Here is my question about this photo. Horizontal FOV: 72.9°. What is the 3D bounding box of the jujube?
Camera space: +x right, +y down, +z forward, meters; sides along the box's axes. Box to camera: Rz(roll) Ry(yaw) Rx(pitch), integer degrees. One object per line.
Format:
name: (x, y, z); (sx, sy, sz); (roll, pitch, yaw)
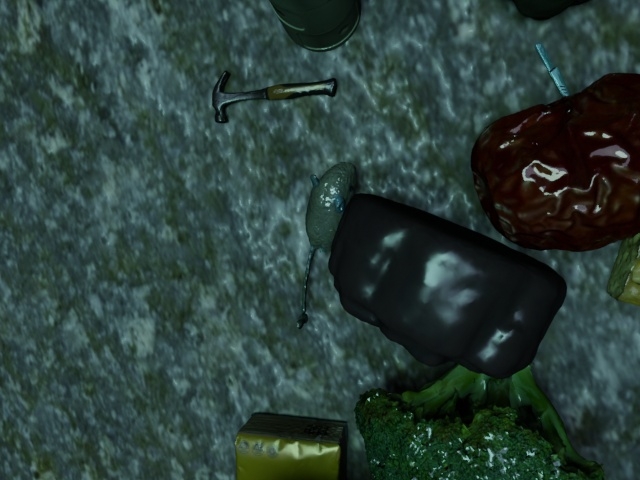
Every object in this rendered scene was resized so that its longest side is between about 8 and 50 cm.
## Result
jujube: (0.316, -0.086, 0.528); (0.233, 0.213, 0.212); (-23, 91, 10)

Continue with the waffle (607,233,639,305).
waffle: (0.514, -0.024, 0.577); (0.168, 0.057, 0.273); (14, 97, 8)

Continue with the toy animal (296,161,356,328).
toy animal: (-0.003, 0.002, 0.657); (0.070, 0.079, 0.252); (21, 97, 29)

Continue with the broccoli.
broccoli: (0.196, 0.259, 0.559); (0.308, 0.307, 0.274); (11, 68, 9)

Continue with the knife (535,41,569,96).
knife: (0.331, -0.241, 0.615); (0.014, 0.005, 0.091); (-28, 90, 13)

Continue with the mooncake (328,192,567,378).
mooncake: (0.143, 0.046, 0.537); (0.283, 0.283, 0.141); (25, 103, 7)

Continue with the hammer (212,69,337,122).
hammer: (-0.074, -0.234, 0.677); (0.201, 0.021, 0.078); (-4, 94, 10)

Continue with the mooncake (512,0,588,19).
mooncake: (0.307, -0.382, 0.558); (0.175, 0.104, 0.168); (-7, 97, 13)

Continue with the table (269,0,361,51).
table: (-0.016, -0.344, 0.556); (0.127, 0.220, 0.126); (1, 95, 10)

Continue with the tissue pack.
tissue pack: (-0.044, 0.354, 0.693); (0.170, 0.082, 0.119); (2, 98, 10)
